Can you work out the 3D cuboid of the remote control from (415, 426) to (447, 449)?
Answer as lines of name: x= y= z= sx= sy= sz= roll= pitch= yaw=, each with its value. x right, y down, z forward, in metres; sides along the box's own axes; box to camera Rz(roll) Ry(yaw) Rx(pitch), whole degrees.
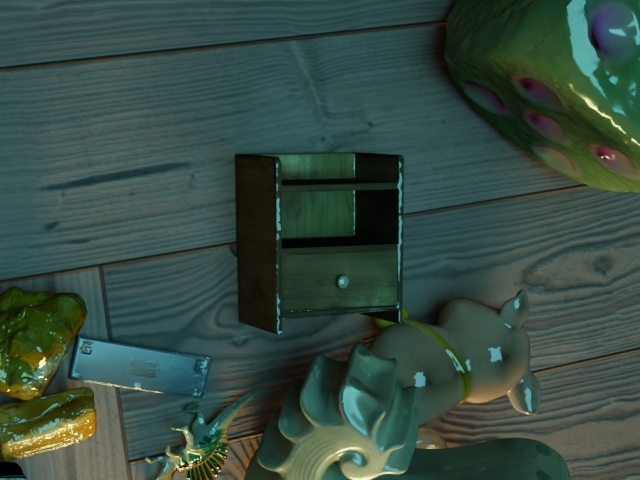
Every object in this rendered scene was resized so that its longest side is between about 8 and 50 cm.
remote control: x=0.111 y=0.358 z=1.852 sx=0.078 sy=0.042 sz=0.221 roll=22 pitch=85 yaw=-24

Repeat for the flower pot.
flower pot: x=0.103 y=0.303 z=1.706 sx=0.367 sy=0.164 sz=0.254 roll=29 pitch=119 yaw=-6

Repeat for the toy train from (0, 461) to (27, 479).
toy train: x=-0.471 y=0.288 z=1.596 sx=0.252 sy=0.055 sz=0.048 roll=4 pitch=102 yaw=-23

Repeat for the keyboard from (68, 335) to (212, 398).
keyboard: x=-0.223 y=0.158 z=1.711 sx=0.176 sy=0.014 sz=0.055 roll=11 pitch=90 yaw=-23

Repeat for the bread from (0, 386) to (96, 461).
bread: x=-0.329 y=0.217 z=1.637 sx=0.132 sy=0.074 sz=0.053 roll=-15 pitch=60 yaw=-19

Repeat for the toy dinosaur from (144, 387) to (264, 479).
toy dinosaur: x=-0.148 y=0.261 z=1.741 sx=0.187 sy=0.044 sz=0.106 roll=-19 pitch=115 yaw=-33

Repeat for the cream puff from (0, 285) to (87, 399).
cream puff: x=-0.347 y=0.113 z=1.599 sx=0.116 sy=0.146 sz=0.146 roll=26 pitch=83 yaw=-5

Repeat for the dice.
dice: x=0.377 y=-0.267 z=1.772 sx=0.330 sy=0.318 sz=0.322 roll=36 pitch=81 yaw=-20

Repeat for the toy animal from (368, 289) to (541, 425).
toy animal: x=0.156 y=0.158 z=1.809 sx=0.248 sy=0.149 sz=0.165 roll=-15 pitch=115 yaw=-10

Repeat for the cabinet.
cabinet: x=0.000 y=0.000 z=1.722 sx=0.175 sy=0.148 sz=0.215 roll=-2 pitch=96 yaw=-23
